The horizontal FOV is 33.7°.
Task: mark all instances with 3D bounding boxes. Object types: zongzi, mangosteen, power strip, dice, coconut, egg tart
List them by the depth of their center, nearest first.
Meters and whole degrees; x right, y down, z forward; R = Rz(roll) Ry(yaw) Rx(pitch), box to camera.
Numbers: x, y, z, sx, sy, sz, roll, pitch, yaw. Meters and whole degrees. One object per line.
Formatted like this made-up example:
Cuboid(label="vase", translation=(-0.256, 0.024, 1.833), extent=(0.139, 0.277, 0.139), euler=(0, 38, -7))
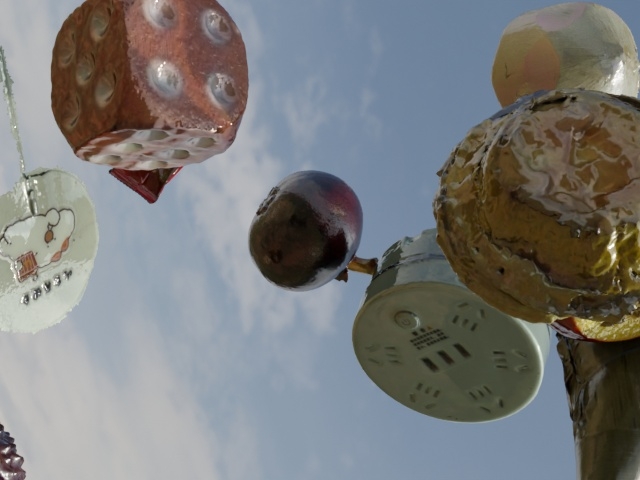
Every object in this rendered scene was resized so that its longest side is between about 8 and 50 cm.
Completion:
Cuboid(label="dice", translation=(-0.193, -0.181, 1.213), extent=(0.175, 0.174, 0.179), euler=(-22, -109, 44))
Cuboid(label="egg tart", translation=(0.303, -0.063, 1.248), extent=(0.352, 0.352, 0.150), euler=(50, -13, 28))
Cuboid(label="zongzi", translation=(0.458, 0.221, 1.304), extent=(0.323, 0.360, 0.160), euler=(-12, -59, 21))
Cuboid(label="coconut", translation=(0.401, -0.268, 1.703), extent=(0.230, 0.227, 0.227), euler=(12, -59, 63))
Cuboid(label="power strip", translation=(0.240, 0.160, 1.836), extent=(0.358, 0.161, 0.357), euler=(11, -48, 13))
Cuboid(label="mangosteen", translation=(0.000, 0.000, 1.963), extent=(0.261, 0.235, 0.235), euler=(35, -22, -16))

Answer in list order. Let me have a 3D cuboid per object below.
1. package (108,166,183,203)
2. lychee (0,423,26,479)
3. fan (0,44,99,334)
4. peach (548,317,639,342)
Cuboid(label="package", translation=(-0.213, -0.146, 1.546), extent=(0.083, 0.200, 0.022), euler=(38, -18, 5))
Cuboid(label="lychee", translation=(-0.615, 0.398, 1.674), extent=(0.306, 0.306, 0.330), euler=(36, -19, 44))
Cuboid(label="fan", translation=(-0.308, -0.048, 1.121), extent=(0.009, 0.191, 0.329), euler=(13, -60, 29))
Cuboid(label="peach", translation=(0.358, 0.044, 1.322), extent=(0.192, 0.190, 0.190), euler=(28, -43, 27))
